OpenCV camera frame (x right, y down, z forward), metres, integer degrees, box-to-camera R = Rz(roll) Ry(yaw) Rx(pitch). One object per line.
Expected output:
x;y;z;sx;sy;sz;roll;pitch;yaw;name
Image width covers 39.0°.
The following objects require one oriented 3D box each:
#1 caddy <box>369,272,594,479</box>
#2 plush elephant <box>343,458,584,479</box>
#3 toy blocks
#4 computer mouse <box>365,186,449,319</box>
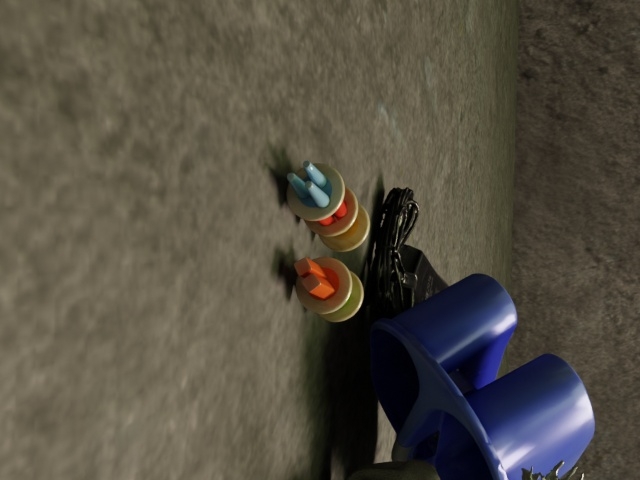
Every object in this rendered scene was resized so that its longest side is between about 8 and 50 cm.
0.155;0.197;1.013;0.241;0.179;0.341;54;-14;27;caddy
0.082;0.334;0.822;0.272;0.255;0.330;-6;105;-64;plush elephant
0.000;0.000;0.797;0.148;0.054;0.123;45;48;-68;toy blocks
0.114;0.075;1.184;0.272;0.072;0.188;55;40;-44;computer mouse
